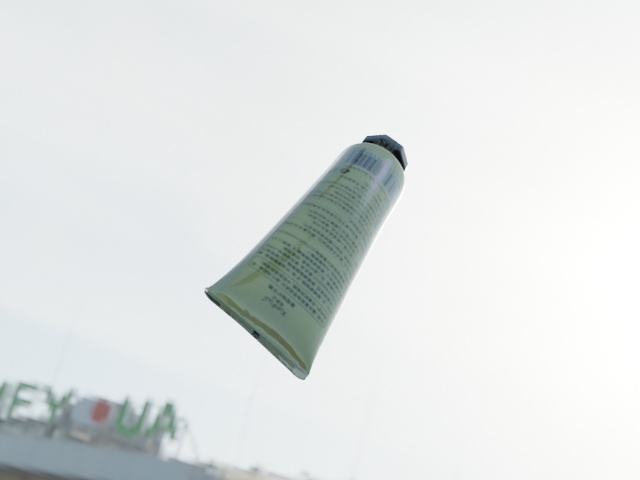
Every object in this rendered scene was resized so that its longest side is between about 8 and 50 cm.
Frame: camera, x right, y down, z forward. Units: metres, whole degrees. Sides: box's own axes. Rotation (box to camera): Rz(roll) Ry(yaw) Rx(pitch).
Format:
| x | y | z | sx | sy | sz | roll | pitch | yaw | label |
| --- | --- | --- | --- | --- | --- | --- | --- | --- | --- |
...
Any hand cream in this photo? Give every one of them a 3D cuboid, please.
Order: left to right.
| x | y | z | sx | sy | sz | roll | pitch | yaw | label |
| --- | --- | --- | --- | --- | --- | --- | --- | --- | --- |
| 0.000 | 0.000 | 0.452 | 0.035 | 0.102 | 0.022 | 43 | -51 | -6 | hand cream |
